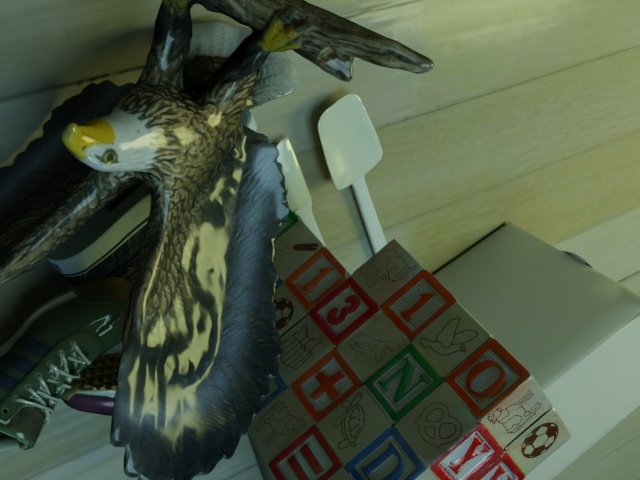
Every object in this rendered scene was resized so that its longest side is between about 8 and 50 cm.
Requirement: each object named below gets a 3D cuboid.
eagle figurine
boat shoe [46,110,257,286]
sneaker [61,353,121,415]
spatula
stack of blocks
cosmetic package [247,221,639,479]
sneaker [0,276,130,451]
[{"bbox_3d":[-0.111,-0.033,0.616,0.225,0.226,0.298,16,105,-43],"label":"eagle figurine"},{"bbox_3d":[-0.114,-0.023,0.746,0.183,0.065,0.083,-38,136,-7],"label":"boat shoe"},{"bbox_3d":[-0.136,0.145,0.823,0.185,0.069,0.083,7,106,-42],"label":"sneaker"},{"bbox_3d":[0.000,0.000,0.886,0.168,0.019,0.242,-39,135,-17],"label":"spatula"},{"bbox_3d":[0.019,0.087,0.737,0.171,0.297,0.087,-41,132,-2],"label":"stack of blocks"},{"bbox_3d":[0.132,0.160,0.974,0.366,0.197,0.155,-31,132,-21],"label":"cosmetic package"},{"bbox_3d":[-0.204,0.107,0.695,0.192,0.086,0.064,-29,137,-2],"label":"sneaker"}]
